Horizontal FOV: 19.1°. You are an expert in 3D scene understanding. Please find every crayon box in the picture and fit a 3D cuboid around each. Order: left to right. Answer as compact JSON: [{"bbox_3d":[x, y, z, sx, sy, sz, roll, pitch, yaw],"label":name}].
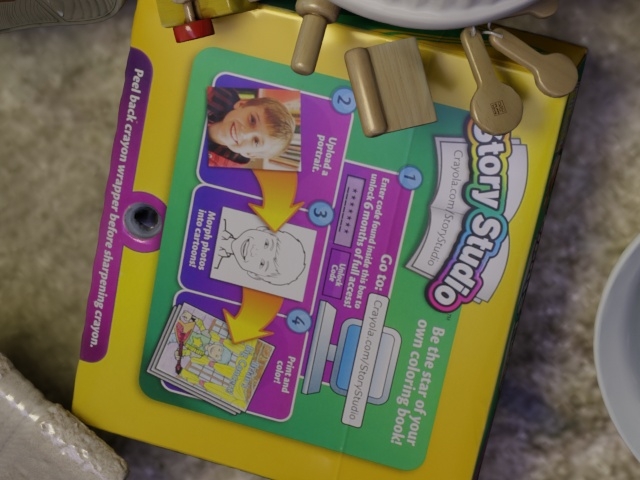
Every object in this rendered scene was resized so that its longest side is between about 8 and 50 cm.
[{"bbox_3d":[0.000,0.000,1.410,0.313,0.106,0.363,15,112,7],"label":"crayon box"}]

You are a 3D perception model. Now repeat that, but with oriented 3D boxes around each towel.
[{"bbox_3d":[-0.266,0.184,1.523,0.187,0.049,0.282,41,140,-1],"label":"towel"}]

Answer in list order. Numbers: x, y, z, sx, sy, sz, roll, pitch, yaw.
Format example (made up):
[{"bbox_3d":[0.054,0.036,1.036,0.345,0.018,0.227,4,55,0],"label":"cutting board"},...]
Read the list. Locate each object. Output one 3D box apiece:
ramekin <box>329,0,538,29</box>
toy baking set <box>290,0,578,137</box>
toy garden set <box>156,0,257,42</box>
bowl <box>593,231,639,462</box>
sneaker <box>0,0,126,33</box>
[{"bbox_3d":[0.076,-0.279,1.204,0.273,0.127,0.273,1,80,-8],"label":"ramekin"},{"bbox_3d":[0.087,-0.182,1.277,0.197,0.030,0.256,13,78,-11],"label":"toy baking set"},{"bbox_3d":[-0.028,-0.255,1.298,0.244,0.049,0.204,-14,95,-12],"label":"toy garden set"},{"bbox_3d":[0.345,0.057,1.315,0.298,0.134,0.298,9,122,16],"label":"bowl"},{"bbox_3d":[-0.218,-0.212,1.390,0.222,0.118,0.083,6,130,21],"label":"sneaker"}]
